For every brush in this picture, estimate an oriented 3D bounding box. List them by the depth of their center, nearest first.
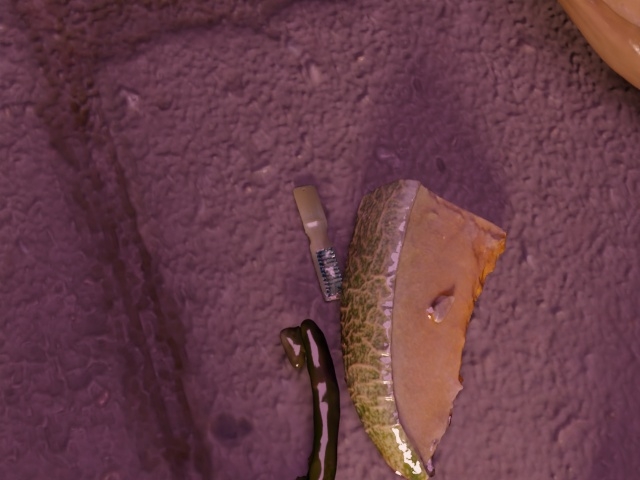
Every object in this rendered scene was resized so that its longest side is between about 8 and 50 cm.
[{"bbox_3d":[0.000,0.000,1.070,0.016,0.013,0.084,-14,71,-9],"label":"brush"}]

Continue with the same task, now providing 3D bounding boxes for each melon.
[{"bbox_3d":[0.057,0.057,1.041,0.098,0.054,0.182,26,69,-21],"label":"melon"}]

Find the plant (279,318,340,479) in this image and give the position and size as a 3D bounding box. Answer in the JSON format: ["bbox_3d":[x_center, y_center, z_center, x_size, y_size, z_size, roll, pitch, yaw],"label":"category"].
[{"bbox_3d":[-0.056,0.220,0.909,0.333,0.180,0.251,-30,99,-24],"label":"plant"}]

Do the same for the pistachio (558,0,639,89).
[{"bbox_3d":[0.232,-0.212,1.094,0.181,0.162,0.293,-30,76,-27],"label":"pistachio"}]
